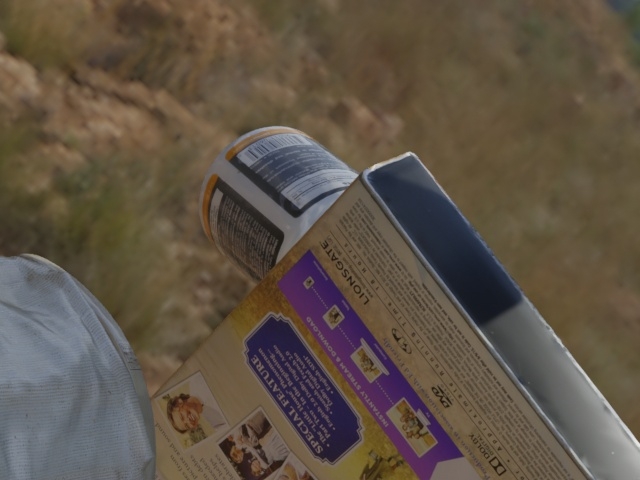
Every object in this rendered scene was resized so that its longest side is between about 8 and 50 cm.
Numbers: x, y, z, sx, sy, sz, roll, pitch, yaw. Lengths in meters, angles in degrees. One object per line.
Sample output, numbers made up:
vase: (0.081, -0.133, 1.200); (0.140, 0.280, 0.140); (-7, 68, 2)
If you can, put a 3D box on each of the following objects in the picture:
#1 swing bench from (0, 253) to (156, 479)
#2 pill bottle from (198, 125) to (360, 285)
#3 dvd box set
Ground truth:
swing bench: (-0.243, 0.075, 0.908); (0.253, 0.255, 0.165); (17, 69, -75)
pill bottle: (0.000, 0.000, 1.814); (0.162, 0.162, 0.278); (30, 6, -38)
dvd box set: (0.023, 0.181, 1.207); (0.062, 0.420, 0.307); (-26, 74, -46)
